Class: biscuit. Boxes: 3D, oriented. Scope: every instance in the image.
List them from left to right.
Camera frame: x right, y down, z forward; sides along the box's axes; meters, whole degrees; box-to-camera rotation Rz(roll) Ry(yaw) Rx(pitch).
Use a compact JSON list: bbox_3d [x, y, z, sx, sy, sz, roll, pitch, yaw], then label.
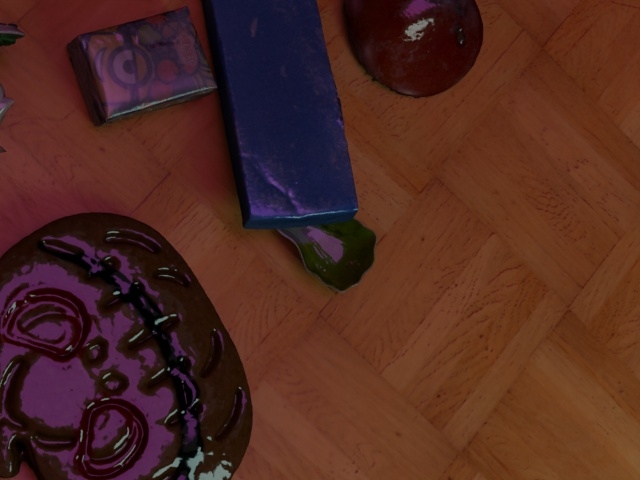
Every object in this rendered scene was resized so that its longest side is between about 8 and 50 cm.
[{"bbox_3d":[-0.247,0.157,1.677,0.314,0.063,0.367,-29,92,-25],"label":"biscuit"}]

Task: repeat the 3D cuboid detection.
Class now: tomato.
[{"bbox_3d":[0.127,-0.281,1.892,0.173,0.099,0.189,-23,90,-26],"label":"tomato"}]

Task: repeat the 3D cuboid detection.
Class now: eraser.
[{"bbox_3d":[-0.050,-0.168,1.805,0.144,0.042,0.312,-5,73,-21],"label":"eraser"}]

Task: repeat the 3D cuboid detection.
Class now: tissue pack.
[{"bbox_3d":[-0.210,-0.205,1.761,0.148,0.060,0.109,-18,88,-23],"label":"tissue pack"}]

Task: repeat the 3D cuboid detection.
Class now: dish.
[{"bbox_3d":[0.000,0.000,1.819,0.137,0.039,0.091,37,75,-8],"label":"dish"}]

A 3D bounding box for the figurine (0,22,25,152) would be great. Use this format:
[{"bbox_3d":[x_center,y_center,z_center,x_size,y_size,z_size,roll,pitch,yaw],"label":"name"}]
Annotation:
[{"bbox_3d":[-0.388,-0.161,1.660,0.132,0.132,0.154,-4,93,-23],"label":"figurine"}]
